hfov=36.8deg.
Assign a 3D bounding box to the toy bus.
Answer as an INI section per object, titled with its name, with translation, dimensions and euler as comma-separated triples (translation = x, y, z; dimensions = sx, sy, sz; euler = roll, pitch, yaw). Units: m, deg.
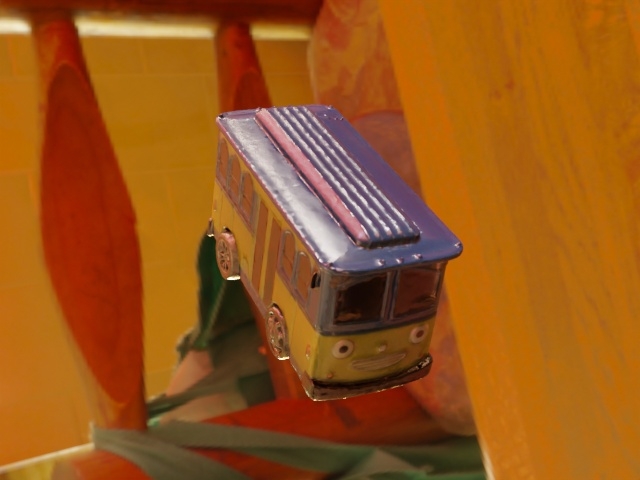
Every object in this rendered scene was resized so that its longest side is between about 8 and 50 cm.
[toy bus]
translation = 0.000, 0.000, 0.932
dimensions = 0.287, 0.138, 0.175
euler = 53, 142, 47
